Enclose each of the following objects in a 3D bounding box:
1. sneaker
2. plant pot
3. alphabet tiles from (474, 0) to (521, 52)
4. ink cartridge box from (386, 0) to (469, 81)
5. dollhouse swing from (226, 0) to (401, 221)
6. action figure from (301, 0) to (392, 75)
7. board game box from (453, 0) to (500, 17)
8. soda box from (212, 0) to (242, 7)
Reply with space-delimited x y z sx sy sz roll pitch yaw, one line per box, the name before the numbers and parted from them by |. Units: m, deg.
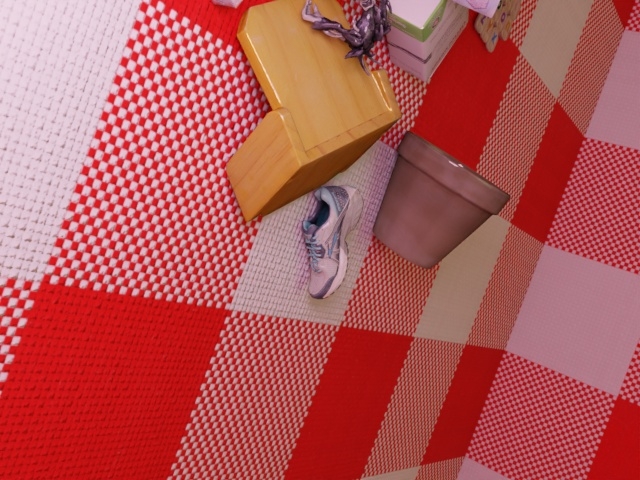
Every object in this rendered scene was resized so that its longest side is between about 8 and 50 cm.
sneaker | 0.000 0.000 1.794 0.122 0.110 0.283 6 100 -39
plant pot | 0.290 -0.090 2.001 0.323 0.323 0.280 11 115 -57
alphabet tiles | 0.524 -0.710 2.216 0.284 0.021 0.278 29 84 -57
ink cartridge box | 0.247 -0.520 1.735 0.198 0.114 0.273 -55 165 -6
dollhouse swing | -0.061 -0.280 1.558 0.347 0.305 0.315 -33 175 -44
action figure | 0.059 -0.461 1.453 0.164 0.141 0.276 -40 140 -33
board game box | 0.278 -0.661 1.584 0.066 0.318 0.319 105 11 -69
soda box | -0.131 -0.494 1.333 0.183 0.058 0.063 -56 145 -21
